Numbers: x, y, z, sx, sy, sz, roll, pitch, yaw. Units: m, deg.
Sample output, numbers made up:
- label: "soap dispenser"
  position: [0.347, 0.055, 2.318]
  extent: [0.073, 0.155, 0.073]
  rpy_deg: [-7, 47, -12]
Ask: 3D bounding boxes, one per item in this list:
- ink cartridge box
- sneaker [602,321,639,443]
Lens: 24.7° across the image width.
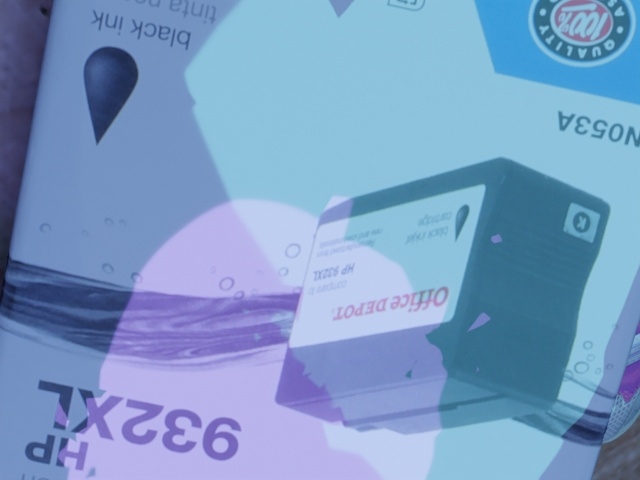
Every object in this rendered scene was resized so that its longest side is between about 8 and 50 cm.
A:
- label: "ink cartridge box"
  position: [0.000, 0.000, 0.552]
  extent: [0.223, 0.129, 0.308]
  rpy_deg: [11, 105, -8]
- label: "sneaker"
  position: [0.126, 0.028, 0.704]
  extent: [0.252, 0.103, 0.111]
  rpy_deg: [-41, 126, 10]
